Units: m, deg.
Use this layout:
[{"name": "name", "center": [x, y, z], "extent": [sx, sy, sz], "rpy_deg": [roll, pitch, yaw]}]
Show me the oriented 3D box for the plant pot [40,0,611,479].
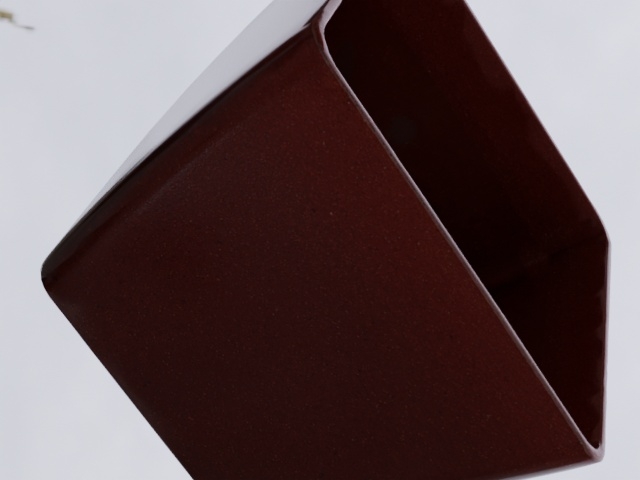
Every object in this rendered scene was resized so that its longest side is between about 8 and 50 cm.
[{"name": "plant pot", "center": [0.000, 0.000, 0.805], "extent": [0.235, 0.267, 0.267], "rpy_deg": [-27, -72, 23]}]
